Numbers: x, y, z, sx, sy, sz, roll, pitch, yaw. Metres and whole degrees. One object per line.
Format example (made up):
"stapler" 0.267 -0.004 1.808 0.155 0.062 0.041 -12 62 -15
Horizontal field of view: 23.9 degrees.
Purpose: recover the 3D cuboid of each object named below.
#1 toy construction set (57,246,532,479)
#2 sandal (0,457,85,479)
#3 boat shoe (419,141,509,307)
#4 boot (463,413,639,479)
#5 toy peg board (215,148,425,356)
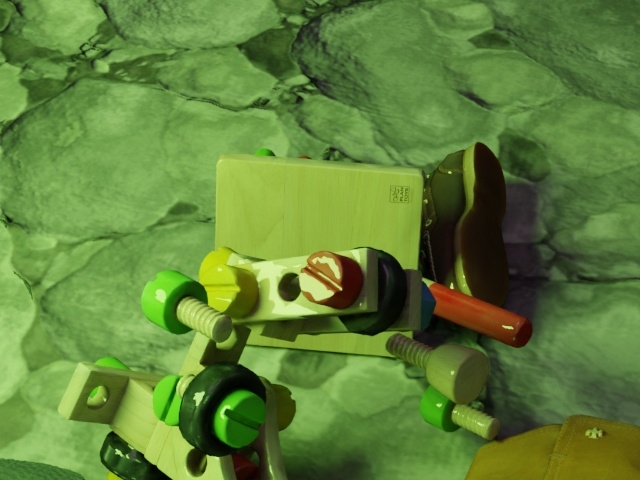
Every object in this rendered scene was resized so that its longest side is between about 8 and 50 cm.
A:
"toy construction set" -0.037 0.086 1.081 0.309 0.257 0.237 -19 29 -40
"sandal" -0.240 0.213 1.000 0.097 0.054 0.254 16 22 14
"boat shoe" 0.117 0.000 1.293 0.073 0.073 0.207 -27 28 26
"boot" 0.215 0.190 0.990 0.295 0.104 0.211 0 26 24
"toy peg board" 0.000 0.000 1.223 0.161 0.161 0.079 4 25 4
